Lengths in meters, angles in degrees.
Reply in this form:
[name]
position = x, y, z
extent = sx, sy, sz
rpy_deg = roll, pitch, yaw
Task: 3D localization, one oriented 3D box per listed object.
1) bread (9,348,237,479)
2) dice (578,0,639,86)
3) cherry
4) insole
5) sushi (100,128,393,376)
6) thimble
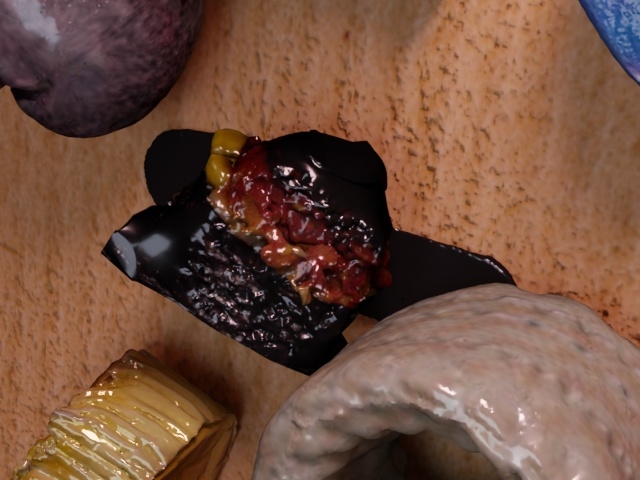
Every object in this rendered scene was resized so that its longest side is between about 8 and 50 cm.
[bread]
position = -0.185, 0.219, 1.118
extent = 0.133, 0.179, 0.250
rpy_deg = 34, 120, 20
[dice]
position = 0.234, -0.173, 0.769
extent = 0.146, 0.143, 0.146
rpy_deg = -34, 93, 32
[cherry]
position = -0.179, -0.177, 0.983
extent = 0.195, 0.195, 0.195
rpy_deg = 10, 111, 26
[insole]
position = 0.000, 0.000, 1.039
extent = 0.348, 0.009, 0.119
rpy_deg = 22, 118, 21
[sushi]
position = -0.025, -0.009, 0.956
extent = 0.172, 0.153, 0.150
rpy_deg = 41, 118, 8
[thimble]
position = 0.107, 0.187, 0.928
extent = 0.291, 0.195, 0.291
rpy_deg = 11, 114, 26
